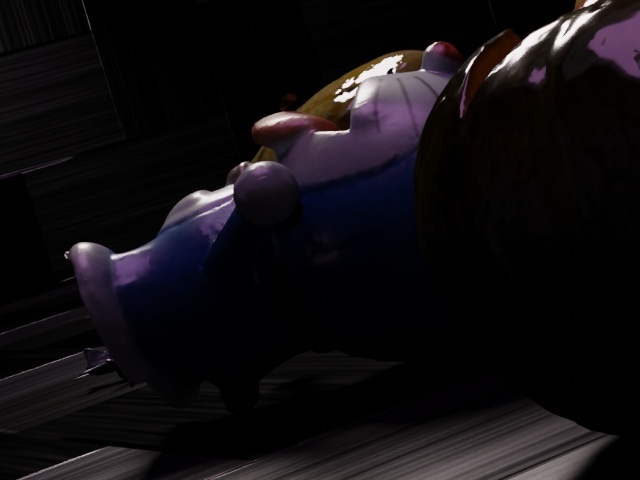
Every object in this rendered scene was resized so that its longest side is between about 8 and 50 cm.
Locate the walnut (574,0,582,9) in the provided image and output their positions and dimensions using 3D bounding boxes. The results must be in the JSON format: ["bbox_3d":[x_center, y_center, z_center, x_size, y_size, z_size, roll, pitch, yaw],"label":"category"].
[{"bbox_3d":[0.283,-0.133,1.146,0.257,0.257,0.224,-18,-29,-21],"label":"walnut"}]

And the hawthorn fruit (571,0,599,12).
[{"bbox_3d":[0.188,-0.104,0.915,0.165,0.165,0.285,-17,-39,-3],"label":"hawthorn fruit"}]

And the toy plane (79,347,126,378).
[{"bbox_3d":[-0.133,0.080,1.278,0.083,0.031,0.078,-17,4,-1],"label":"toy plane"}]

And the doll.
[{"bbox_3d":[0.000,0.000,0.940,0.256,0.161,0.215,-18,-11,6],"label":"doll"}]

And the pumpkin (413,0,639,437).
[{"bbox_3d":[0.146,-0.023,0.602,0.238,0.159,0.238,-23,-1,0],"label":"pumpkin"}]

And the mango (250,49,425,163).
[{"bbox_3d":[0.021,-0.036,1.460,0.176,0.176,0.329,14,-30,-20],"label":"mango"}]
